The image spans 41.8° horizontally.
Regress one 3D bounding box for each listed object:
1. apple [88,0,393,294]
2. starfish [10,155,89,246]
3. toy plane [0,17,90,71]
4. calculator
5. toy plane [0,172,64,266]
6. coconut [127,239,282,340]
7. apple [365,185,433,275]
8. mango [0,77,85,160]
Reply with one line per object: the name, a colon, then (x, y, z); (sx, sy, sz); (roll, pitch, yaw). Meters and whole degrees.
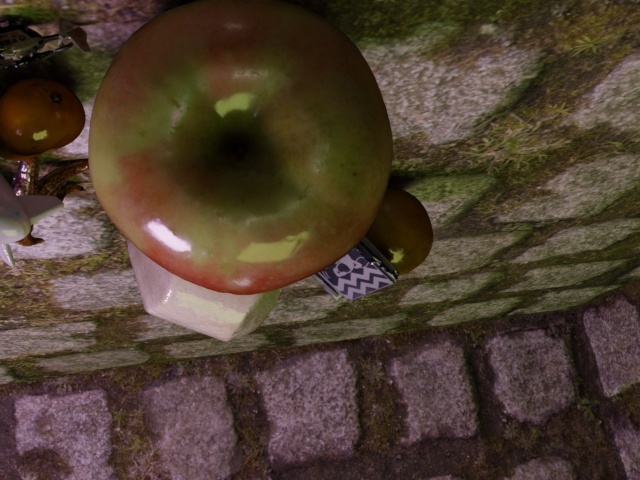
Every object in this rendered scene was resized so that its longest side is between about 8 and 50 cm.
apple: (-0.083, -0.098, 0.900); (0.319, 0.319, 0.277); (-11, -179, 2)
starfish: (-0.422, -0.050, 1.190); (0.238, 0.057, 0.213); (-26, 154, -46)
toy plane: (-0.300, -0.203, 0.864); (0.120, 0.049, 0.031); (-22, 170, -26)
calculator: (0.000, 0.000, 1.461); (0.274, 0.028, 0.165); (45, 140, -15)
toy plane: (-0.418, -0.070, 0.971); (0.118, 0.252, 0.252); (-35, -178, -38)
coconut: (-0.192, 0.030, 1.383); (0.266, 0.237, 0.237); (22, 155, -12)
apple: (0.107, -0.016, 1.527); (0.182, 0.182, 0.155); (-21, 152, 33)
mango: (-0.337, -0.143, 0.991); (0.105, 0.084, 0.159); (-19, -172, -33)
